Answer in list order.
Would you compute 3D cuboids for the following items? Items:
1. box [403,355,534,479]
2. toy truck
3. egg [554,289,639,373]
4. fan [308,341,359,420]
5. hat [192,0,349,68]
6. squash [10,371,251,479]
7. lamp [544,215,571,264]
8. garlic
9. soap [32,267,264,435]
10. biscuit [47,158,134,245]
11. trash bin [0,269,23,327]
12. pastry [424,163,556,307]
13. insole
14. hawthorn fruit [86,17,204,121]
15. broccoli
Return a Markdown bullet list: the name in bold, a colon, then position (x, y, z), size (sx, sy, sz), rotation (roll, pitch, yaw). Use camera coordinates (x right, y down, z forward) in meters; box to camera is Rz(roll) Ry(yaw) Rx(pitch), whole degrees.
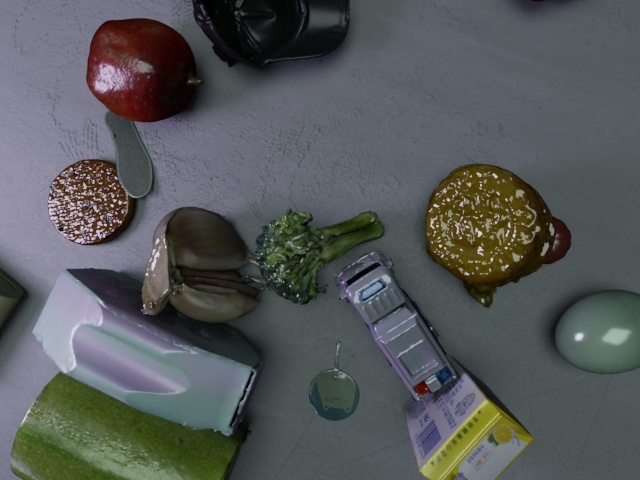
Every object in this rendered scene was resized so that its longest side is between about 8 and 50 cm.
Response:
- **box**: position (0.254, 0.335, 0.783), size (0.097, 0.265, 0.168), rotation (42, 91, 4)
- **toy truck**: position (0.145, 0.161, 0.825), size (0.124, 0.155, 0.268), rotation (-34, 104, 4)
- **egg**: position (0.550, 0.175, 0.808), size (0.192, 0.149, 0.150), rotation (-28, 86, 4)
- **fan**: position (0.032, 0.312, 0.937), size (0.113, 0.005, 0.176), rotation (5, 91, 7)
- **hat**: position (-0.113, -0.497, 0.917), size (0.335, 0.209, 0.239), rotation (0, 110, -11)
- **squash**: position (-0.357, 0.427, 0.853), size (0.383, 0.263, 0.263), rotation (23, 91, 6)
- **lamp**: position (0.450, -0.001, 0.855), size (0.101, 0.090, 0.101), rotation (-7, 79, 43)
- **garlic**: position (-0.237, 0.054, 0.874), size (0.237, 0.291, 0.210), rotation (26, 101, 31)
- **soap**: position (-0.332, 0.212, 0.855), size (0.445, 0.261, 0.156), rotation (24, 89, 7)
- **biscuit**: position (-0.539, -0.091, 0.998), size (0.211, 0.036, 0.213), rotation (0, 88, 4)
- **trash bin**: position (-0.863, 0.164, 0.991), size (0.243, 0.121, 0.248), rotation (37, 91, 7)
- **pastry**: position (0.311, -0.026, 0.821), size (0.235, 0.132, 0.240), rotation (-47, 59, 21)
- **insole**: position (-0.448, -0.209, 0.992), size (0.080, 0.003, 0.232), rotation (-17, 83, -18)
- **hawthorn fruit**: position (-0.366, -0.357, 0.911), size (0.249, 0.215, 0.216), rotation (12, 90, 2)
- **broccoli**: position (-0.012, -0.010, 0.866), size (0.274, 0.199, 0.177), rotation (-37, 40, -2)
